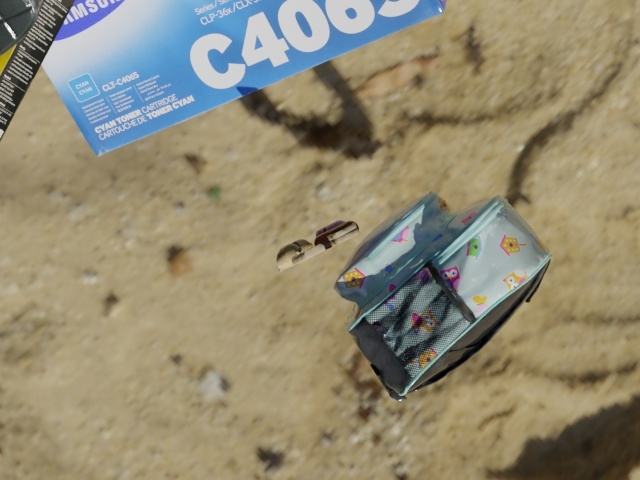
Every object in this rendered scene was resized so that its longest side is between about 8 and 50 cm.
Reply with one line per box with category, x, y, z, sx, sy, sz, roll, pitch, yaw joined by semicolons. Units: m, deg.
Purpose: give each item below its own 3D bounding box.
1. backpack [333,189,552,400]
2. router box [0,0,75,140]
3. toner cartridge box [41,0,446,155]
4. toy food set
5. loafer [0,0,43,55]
backpack;0.106;0.035;1.579;0.188;0.166;0.144;-33;87;0
router box;-0.268;-0.151;1.200;0.179;0.046;0.133;26;86;21
toner cartridge box;-0.079;-0.214;1.556;0.348;0.075;0.165;-22;113;17
toy food set;0.000;0.000;1.550;0.019;0.078;0.122;64;161;0
loafer;-0.222;-0.139;1.066;0.170;0.061;0.062;-7;129;39
